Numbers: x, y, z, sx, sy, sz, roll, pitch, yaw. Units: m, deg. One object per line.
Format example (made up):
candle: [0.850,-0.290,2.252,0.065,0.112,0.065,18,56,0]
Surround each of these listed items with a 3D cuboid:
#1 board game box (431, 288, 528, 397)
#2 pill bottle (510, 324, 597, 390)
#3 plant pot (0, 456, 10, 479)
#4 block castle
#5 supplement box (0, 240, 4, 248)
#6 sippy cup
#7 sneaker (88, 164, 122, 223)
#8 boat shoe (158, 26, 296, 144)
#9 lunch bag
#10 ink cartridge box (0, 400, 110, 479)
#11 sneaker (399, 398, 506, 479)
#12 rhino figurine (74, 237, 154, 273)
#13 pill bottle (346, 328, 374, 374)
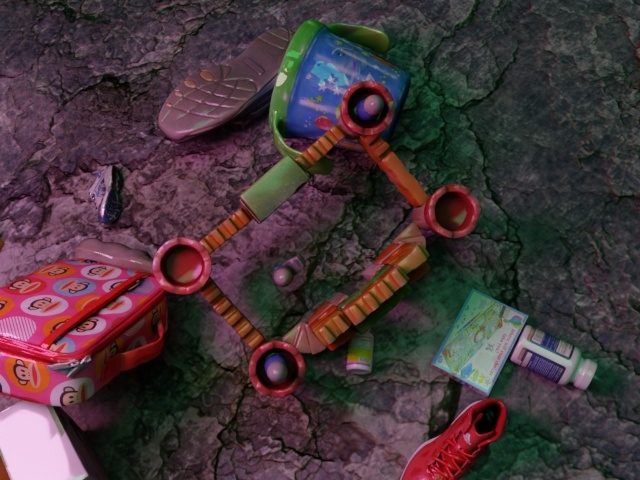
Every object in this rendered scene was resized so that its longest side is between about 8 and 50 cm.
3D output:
board game box: [0.267,0.170,1.045,0.103,0.026,0.154,27,70,19]
pill bottle: [0.374,0.190,0.998,0.120,0.067,0.067,26,70,19]
plant pot: [-0.502,0.424,0.919,0.205,0.188,0.205,-8,57,13]
block castle: [0.000,0.000,0.986,0.453,0.213,0.303,-41,94,-6]
supplement box: [-0.764,0.041,1.187,0.191,0.129,0.194,12,66,13]
sippy cup: [0.046,-0.276,1.199,0.224,0.240,0.305,22,100,6]
sneaker: [-0.439,-0.088,1.259,0.058,0.052,0.135,-13,55,12]
boat shoe: [-0.164,-0.293,1.277,0.355,0.130,0.132,-36,68,-17]
lunch bag: [-0.372,0.137,0.969,0.258,0.120,0.293,12,22,12]
ink cartridge box: [-0.395,0.342,0.939,0.093,0.212,0.154,-30,62,-22]
sneaker: [0.194,0.313,0.926,0.087,0.128,0.221,36,73,22]
rhino figurine: [-0.341,0.051,1.139,0.243,0.106,0.073,12,66,13]
pill bottle: [0.068,0.182,1.055,0.043,0.043,0.083,2,64,9]
